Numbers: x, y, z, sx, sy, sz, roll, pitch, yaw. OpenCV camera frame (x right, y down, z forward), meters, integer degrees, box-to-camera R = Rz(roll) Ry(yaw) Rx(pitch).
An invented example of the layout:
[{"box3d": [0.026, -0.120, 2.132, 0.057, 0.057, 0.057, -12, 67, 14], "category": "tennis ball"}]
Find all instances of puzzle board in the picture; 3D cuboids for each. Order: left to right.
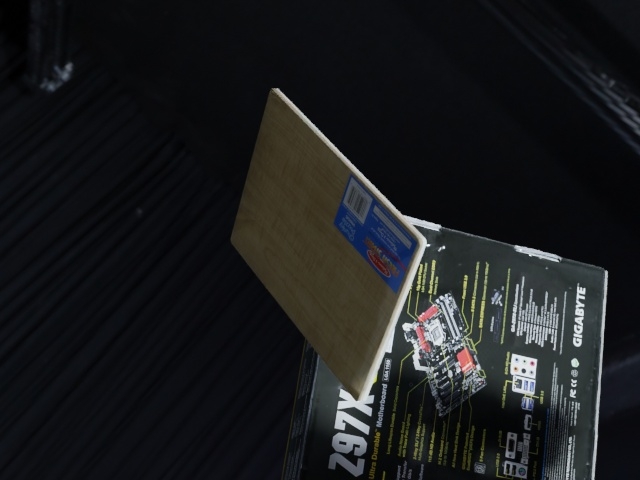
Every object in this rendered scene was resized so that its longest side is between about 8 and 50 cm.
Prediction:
[{"box3d": [0.000, 0.000, 0.476, 0.128, 0.011, 0.096, 48, -46, 37], "category": "puzzle board"}]

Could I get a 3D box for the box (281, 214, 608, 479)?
[{"box3d": [0.106, 0.151, 0.846, 0.257, 0.322, 0.079, 13, -20, -10], "category": "box"}]
